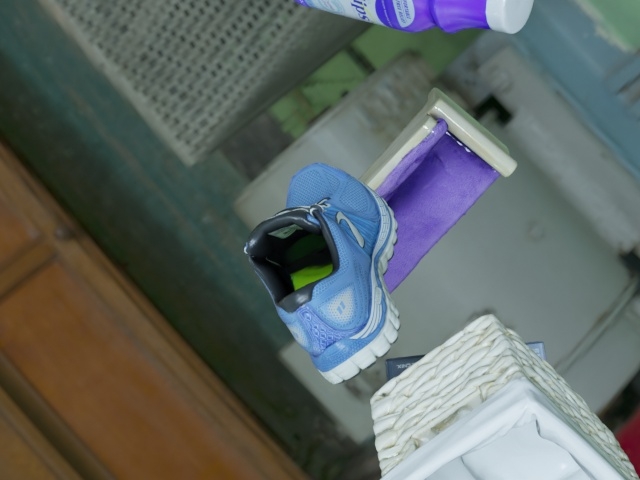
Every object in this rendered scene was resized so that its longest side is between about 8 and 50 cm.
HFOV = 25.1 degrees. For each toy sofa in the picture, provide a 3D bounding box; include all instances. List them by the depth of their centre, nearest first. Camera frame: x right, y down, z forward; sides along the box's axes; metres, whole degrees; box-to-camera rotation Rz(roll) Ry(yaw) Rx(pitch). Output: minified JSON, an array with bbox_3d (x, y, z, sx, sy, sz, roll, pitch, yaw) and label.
[{"bbox_3d":[0.103,-0.028,2.038,0.150,0.177,0.362,39,107,-9],"label":"toy sofa"}]

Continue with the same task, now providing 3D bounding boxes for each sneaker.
[{"bbox_3d":[0.000,0.000,1.548,0.130,0.330,0.147,-34,119,15],"label":"sneaker"}]

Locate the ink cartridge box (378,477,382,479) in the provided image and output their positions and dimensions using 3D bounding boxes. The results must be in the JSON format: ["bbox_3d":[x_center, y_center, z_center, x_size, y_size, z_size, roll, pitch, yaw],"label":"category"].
[{"bbox_3d":[0.132,0.420,1.400,0.384,0.279,0.160,55,160,12],"label":"ink cartridge box"}]

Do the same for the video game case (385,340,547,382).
[{"bbox_3d":[0.185,0.249,1.690,0.196,0.274,0.026,-7,143,4],"label":"video game case"}]

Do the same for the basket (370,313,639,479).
[{"bbox_3d":[0.120,0.140,0.885,0.113,0.103,0.167,-37,121,15],"label":"basket"}]

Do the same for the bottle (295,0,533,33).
[{"bbox_3d":[0.084,-0.277,1.500,0.283,0.092,0.118,20,147,30],"label":"bottle"}]
